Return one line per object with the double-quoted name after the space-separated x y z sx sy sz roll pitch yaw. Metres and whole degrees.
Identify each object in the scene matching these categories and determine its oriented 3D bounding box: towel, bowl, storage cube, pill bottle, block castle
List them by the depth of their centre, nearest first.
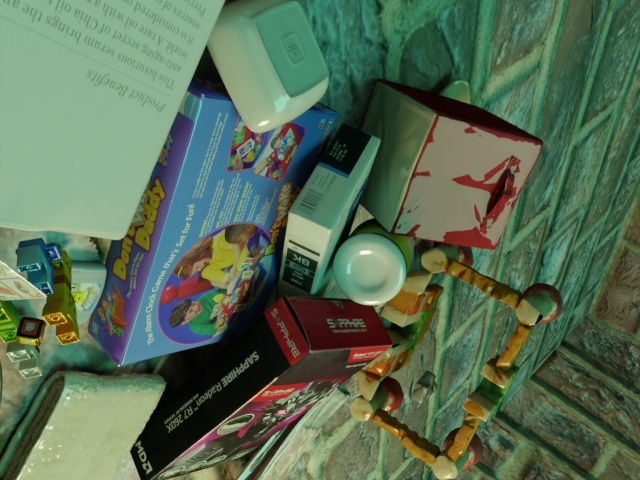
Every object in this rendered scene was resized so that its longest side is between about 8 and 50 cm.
-0.047 -0.201 0.708 0.142 0.053 0.142 -43 115 -47 "bowl"
-0.341 0.296 0.880 0.282 0.049 0.187 -59 150 6 "towel"
0.085 0.022 0.967 0.103 0.103 0.184 -65 174 17 "pill bottle"
0.172 -0.114 0.979 0.193 0.215 0.184 8 113 -28 "storage cube"
-0.060 0.399 1.257 0.317 0.053 0.332 -51 165 -9 "towel"
0.285 0.247 1.408 0.213 0.303 0.453 -4 120 -62 "block castle"

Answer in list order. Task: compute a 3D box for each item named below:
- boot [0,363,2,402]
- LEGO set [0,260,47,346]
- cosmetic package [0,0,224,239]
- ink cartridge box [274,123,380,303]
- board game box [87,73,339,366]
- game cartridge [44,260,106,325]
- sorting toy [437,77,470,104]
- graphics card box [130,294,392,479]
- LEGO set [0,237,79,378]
-0.426 0.189 0.614 0.178 0.085 0.236 8 123 -55 "boot"
-0.340 0.042 0.529 0.244 0.182 0.060 66 24 -56 "LEGO set"
-0.167 -0.243 0.420 0.453 0.161 0.230 -66 156 5 "cosmetic package"
0.000 0.000 0.938 0.333 0.065 0.165 102 14 -58 "ink cartridge box"
-0.133 -0.024 0.820 0.233 0.078 0.347 -5 124 -51 "board game box"
-0.285 0.063 0.762 0.056 0.017 0.083 2 118 -58 "game cartridge"
0.186 -0.165 1.157 0.208 0.038 0.193 -41 146 -12 "sorting toy"
-0.092 0.225 0.981 0.371 0.094 0.232 -40 155 22 "graphics card box"
-0.300 0.040 0.668 0.087 0.093 0.227 -10 141 -8 "LEGO set"
